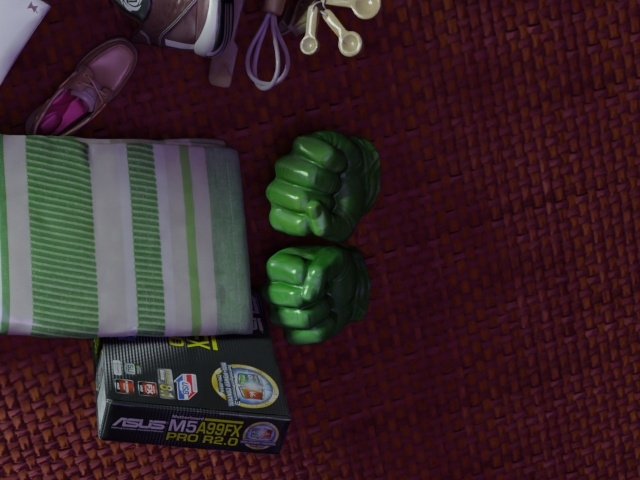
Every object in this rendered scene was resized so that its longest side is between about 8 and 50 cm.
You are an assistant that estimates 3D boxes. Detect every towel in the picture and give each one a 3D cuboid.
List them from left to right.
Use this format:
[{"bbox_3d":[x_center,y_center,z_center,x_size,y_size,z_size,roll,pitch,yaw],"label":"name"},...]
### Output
[{"bbox_3d":[-0.239,-0.006,1.588,0.325,0.038,0.248,0,79,-29],"label":"towel"}]

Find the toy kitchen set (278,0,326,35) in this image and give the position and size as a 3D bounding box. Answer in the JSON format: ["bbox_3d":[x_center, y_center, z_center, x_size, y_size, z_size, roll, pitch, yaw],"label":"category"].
[{"bbox_3d":[-0.041,-0.297,1.615,0.068,0.083,0.075,-21,128,37],"label":"toy kitchen set"}]

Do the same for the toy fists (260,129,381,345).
[{"bbox_3d":[0.000,0.000,1.684,0.142,0.096,0.279,-11,114,-39],"label":"toy fists"}]

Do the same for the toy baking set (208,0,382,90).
[{"bbox_3d":[-0.041,-0.288,1.572,0.256,0.030,0.196,-20,79,21],"label":"toy baking set"}]

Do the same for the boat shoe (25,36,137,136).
[{"bbox_3d":[-0.283,-0.172,1.597,0.170,0.059,0.063,-46,113,3],"label":"boat shoe"}]

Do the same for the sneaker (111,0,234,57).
[{"bbox_3d":[-0.183,-0.356,1.544,0.162,0.106,0.281,3,93,6],"label":"sneaker"}]

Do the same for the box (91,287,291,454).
[{"bbox_3d":[-0.164,0.143,1.620,0.216,0.270,0.060,8,121,-16],"label":"box"}]

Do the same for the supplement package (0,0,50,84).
[{"bbox_3d":[-0.389,-0.253,1.442,0.134,0.244,0.139,31,97,-22],"label":"supplement package"}]
